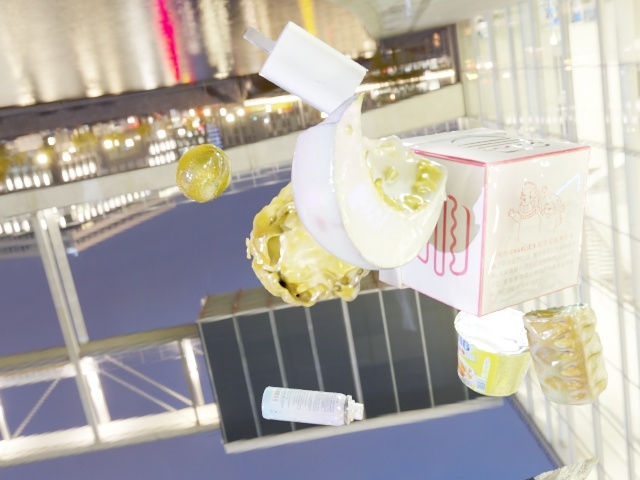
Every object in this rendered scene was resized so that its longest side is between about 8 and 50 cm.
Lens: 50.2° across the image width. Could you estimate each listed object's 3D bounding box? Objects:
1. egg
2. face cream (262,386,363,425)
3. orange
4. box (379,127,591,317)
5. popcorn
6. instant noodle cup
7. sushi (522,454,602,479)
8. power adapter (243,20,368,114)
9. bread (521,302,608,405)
[{"bbox_3d":[0.038,-0.068,0.931,0.162,0.206,0.271,6,174,41],"label":"egg"},{"bbox_3d":[-0.017,0.387,1.584,0.230,0.075,0.075,3,-164,12],"label":"face cream"},{"bbox_3d":[-0.178,-0.104,1.051,0.085,0.085,0.095,-27,163,-51],"label":"orange"},{"bbox_3d":[0.325,-0.052,1.394,0.315,0.312,0.300,-12,-159,-32],"label":"box"},{"bbox_3d":[0.000,0.000,1.146,0.250,0.250,0.190,-12,-141,-8],"label":"popcorn"},{"bbox_3d":[0.421,0.273,1.651,0.205,0.152,0.205,1,-153,0],"label":"instant noodle cup"},{"bbox_3d":[0.221,0.417,0.816,0.340,0.320,0.069,11,-158,-47],"label":"sushi"},{"bbox_3d":[-0.048,-0.373,1.444,0.255,0.124,0.187,28,-173,-13],"label":"power adapter"},{"bbox_3d":[0.448,0.211,1.226,0.128,0.231,0.088,-20,-149,8],"label":"bread"}]
